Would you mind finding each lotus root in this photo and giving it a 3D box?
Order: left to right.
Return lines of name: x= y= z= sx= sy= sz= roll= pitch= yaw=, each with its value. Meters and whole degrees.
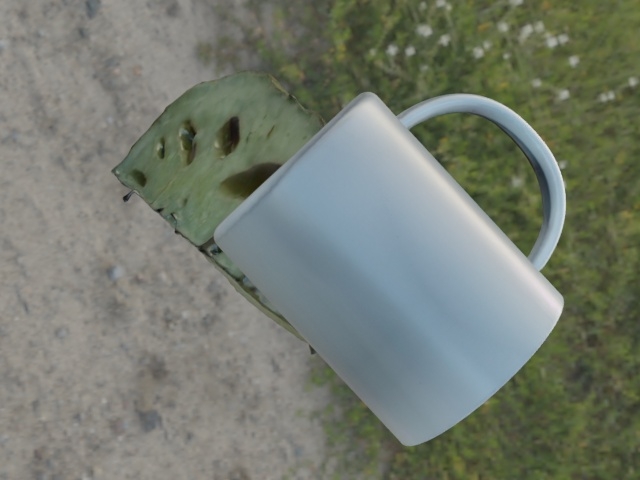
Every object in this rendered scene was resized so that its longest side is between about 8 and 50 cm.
lotus root: x=0.013 y=0.011 z=0.898 sx=0.149 sy=0.267 sz=0.260 roll=-50 pitch=122 yaw=-2

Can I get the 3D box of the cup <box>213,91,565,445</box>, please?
cup: x=0.040 y=0.003 z=0.548 sx=0.133 sy=0.099 sz=0.136 roll=46 pitch=49 yaw=-3
